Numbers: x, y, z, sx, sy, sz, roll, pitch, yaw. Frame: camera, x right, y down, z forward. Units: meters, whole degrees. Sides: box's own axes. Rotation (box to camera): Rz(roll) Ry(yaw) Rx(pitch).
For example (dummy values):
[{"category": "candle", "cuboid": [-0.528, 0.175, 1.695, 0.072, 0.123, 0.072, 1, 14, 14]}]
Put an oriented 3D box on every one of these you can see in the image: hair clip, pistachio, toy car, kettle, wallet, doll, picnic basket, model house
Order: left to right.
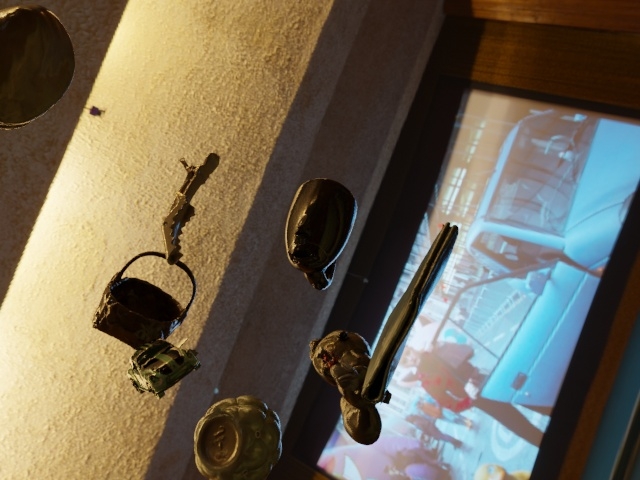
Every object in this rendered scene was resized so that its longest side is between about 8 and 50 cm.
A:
[{"category": "pistachio", "cuboid": [-0.671, -0.388, 0.991, 0.197, 0.166, 0.288, 17, -90, -31]}, {"category": "picnic basket", "cuboid": [-0.601, 0.190, 1.573, 0.337, 0.293, 0.337, -56, 10, 15]}, {"category": "toy car", "cuboid": [-0.449, 0.342, 1.221, 0.136, 0.305, 0.125, -36, -81, -35]}, {"category": "model house", "cuboid": [-0.589, 0.496, 1.828, 0.117, 0.088, 0.167, -30, 15, 52]}, {"category": "hair clip", "cuboid": [-0.231, -0.058, 0.728, 0.034, 0.072, 0.226, 69, -154, -53]}, {"category": "kettle", "cuboid": [0.000, 0.000, 1.343, 0.290, 0.207, 0.268, -75, -28, -46]}, {"category": "doll", "cuboid": [0.058, 0.397, 1.354, 0.079, 0.180, 0.094, -35, -15, -48]}, {"category": "doll", "cuboid": [0.087, 0.517, 1.631, 0.252, 0.382, 0.379, 8, -79, -21]}, {"category": "wallet", "cuboid": [0.166, 0.133, 0.820, 0.251, 0.054, 0.291, -51, -16, -50]}]

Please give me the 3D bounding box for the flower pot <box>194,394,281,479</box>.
[{"category": "flower pot", "cuboid": [-0.226, 0.552, 1.215, 0.246, 0.246, 0.195, -64, -27, -12]}]
